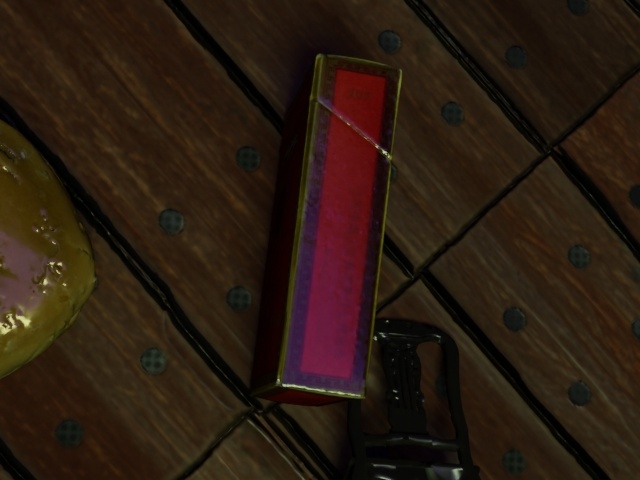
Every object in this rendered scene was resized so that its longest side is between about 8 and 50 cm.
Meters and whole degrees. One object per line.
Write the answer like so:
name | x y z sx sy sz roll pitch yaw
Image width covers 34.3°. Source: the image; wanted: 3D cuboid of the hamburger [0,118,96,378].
hamburger | -0.273 0.015 0.748 0.213 0.108 0.214 4 75 -15

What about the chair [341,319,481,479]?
chair | 0.061 0.182 0.798 0.106 0.113 0.229 7 40 -10

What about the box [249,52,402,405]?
box | 0.001 0.000 0.779 0.074 0.153 0.240 8 77 -5
